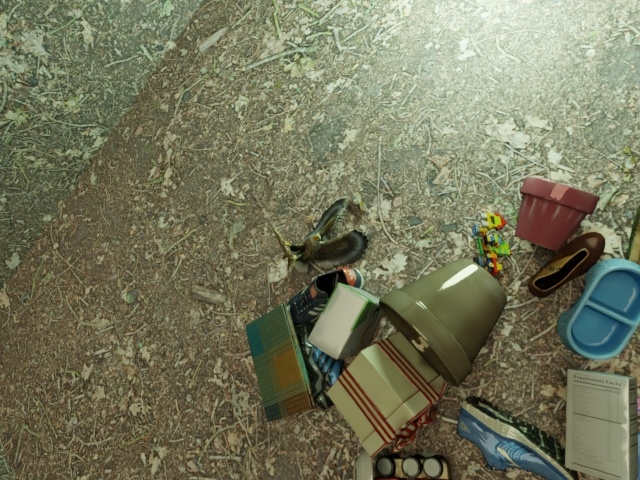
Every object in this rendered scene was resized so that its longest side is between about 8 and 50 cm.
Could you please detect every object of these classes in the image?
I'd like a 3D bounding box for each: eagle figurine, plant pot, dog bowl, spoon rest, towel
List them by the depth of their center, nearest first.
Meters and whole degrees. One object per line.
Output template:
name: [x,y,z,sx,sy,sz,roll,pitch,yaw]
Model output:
dog bowl: [0.779,0.193,1.105,0.165,0.074,0.297,29,103,21]
plant pot: [0.673,-0.074,1.199,0.201,0.201,0.180,25,104,28]
plant pot: [0.382,0.211,1.214,0.280,0.323,0.323,-41,63,-8]
spoon rest: [0.134,0.725,1.226,0.084,0.276,0.137,5,48,-4]
towel: [-0.155,0.447,1.485,0.271,0.040,0.370,-34,66,38]
eagle figurine: [0.003,0.000,1.508,0.298,0.225,0.227,-23,111,-13]

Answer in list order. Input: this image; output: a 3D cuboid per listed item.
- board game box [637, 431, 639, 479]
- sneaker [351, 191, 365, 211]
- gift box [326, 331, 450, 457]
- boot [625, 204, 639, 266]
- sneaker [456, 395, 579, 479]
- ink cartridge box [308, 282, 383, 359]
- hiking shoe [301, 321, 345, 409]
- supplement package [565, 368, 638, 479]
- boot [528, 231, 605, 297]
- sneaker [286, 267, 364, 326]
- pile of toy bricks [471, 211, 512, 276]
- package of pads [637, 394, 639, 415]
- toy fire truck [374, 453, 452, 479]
board game box: [0.849,0.574,1.038,0.168,0.033,0.133,19,91,32]
sneaker: [0.143,-0.141,1.543,0.037,0.031,0.083,-31,61,30]
gift box: [0.211,0.448,1.196,0.258,0.255,0.276,49,129,25]
boot: [0.994,0.005,1.083,0.269,0.089,0.236,13,96,28]
sneaker: [0.541,0.586,1.141,0.329,0.129,0.147,26,103,31]
ink cartridge box: [0.100,0.263,1.322,0.117,0.278,0.202,28,90,25]
hiking shoe: [0.016,0.427,1.433,0.132,0.113,0.304,-16,68,-6]
supplement package: [0.724,0.466,1.044,0.139,0.133,0.244,-2,76,45]
boot: [0.677,0.049,1.104,0.264,0.280,0.096,-37,66,13]
sneaker: [-0.018,0.197,1.464,0.350,0.148,0.131,-35,66,14]
pile of toy bricks: [0.552,0.024,1.283,0.105,0.118,0.212,5,60,-2]
package of pads: [0.841,0.435,1.073,0.083,0.032,0.050,-17,71,20]
toy fire truck: [0.285,0.771,1.200,0.216,0.158,0.247,-11,63,22]
